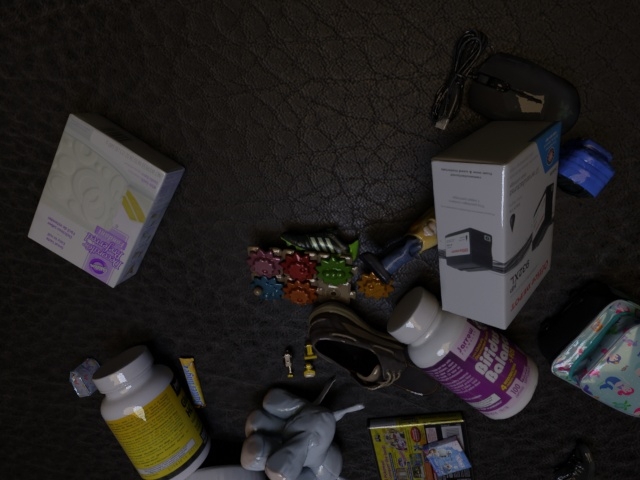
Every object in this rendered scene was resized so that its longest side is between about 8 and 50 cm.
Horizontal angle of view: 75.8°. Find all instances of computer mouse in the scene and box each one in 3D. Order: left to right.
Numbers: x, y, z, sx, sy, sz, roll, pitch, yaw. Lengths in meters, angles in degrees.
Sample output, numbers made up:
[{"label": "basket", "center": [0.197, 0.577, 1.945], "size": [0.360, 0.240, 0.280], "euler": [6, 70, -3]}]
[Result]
[{"label": "computer mouse", "center": [0.365, -0.270, 0.780], "size": [0.272, 0.072, 0.188], "euler": [20, 109, 2]}]

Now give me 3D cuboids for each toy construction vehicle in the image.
[{"label": "toy construction vehicle", "center": [-0.051, 0.304, 1.051], "size": [0.086, 0.035, 0.098], "euler": [-8, 109, 0]}]

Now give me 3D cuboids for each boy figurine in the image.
[{"label": "boy figurine", "center": [0.214, -0.027, 0.833], "size": [0.285, 0.177, 0.092], "euler": [-41, 87, 1]}]

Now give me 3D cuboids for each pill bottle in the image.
[{"label": "pill bottle", "center": [-0.441, 0.451, 1.072], "size": [0.188, 0.188, 0.334], "euler": [-20, 104, 14]}, {"label": "pill bottle", "center": [0.302, 0.237, 0.900], "size": [0.301, 0.169, 0.169], "euler": [36, 109, -4]}]

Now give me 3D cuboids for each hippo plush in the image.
[{"label": "hippo plush", "center": [-0.046, 0.520, 1.058], "size": [0.294, 0.234, 0.236], "euler": [-34, 126, -24]}]

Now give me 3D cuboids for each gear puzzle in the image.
[{"label": "gear puzzle", "center": [-0.002, 0.102, 0.939], "size": [0.339, 0.044, 0.175], "euler": [6, 129, 6]}]

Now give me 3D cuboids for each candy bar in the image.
[{"label": "candy bar", "center": [-0.350, 0.391, 1.129], "size": [0.040, 0.018, 0.161], "euler": [-6, 106, 11]}]

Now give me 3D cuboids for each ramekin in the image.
[{"label": "ramekin", "center": [-0.268, 0.706, 1.101], "size": [0.277, 0.135, 0.277], "euler": [-6, 138, -5]}]

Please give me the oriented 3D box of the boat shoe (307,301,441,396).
[{"label": "boat shoe", "center": [0.119, 0.282, 0.947], "size": [0.355, 0.130, 0.132], "euler": [28, 122, -7]}]

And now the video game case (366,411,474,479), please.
[{"label": "video game case", "center": [0.269, 0.584, 1.088], "size": [0.248, 0.035, 0.274], "euler": [-10, 107, 11]}]

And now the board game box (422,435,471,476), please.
[{"label": "board game box", "center": [0.319, 0.545, 1.038], "size": [0.090, 0.020, 0.090], "euler": [-27, 102, 15]}]

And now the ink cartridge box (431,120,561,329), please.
[{"label": "ink cartridge box", "center": [0.321, -0.034, 0.743], "size": [0.129, 0.223, 0.307], "euler": [16, 129, 43]}]

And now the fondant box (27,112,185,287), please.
[{"label": "fondant box", "center": [-0.500, -0.089, 0.958], "size": [0.238, 0.096, 0.330], "euler": [32, 111, -3]}]

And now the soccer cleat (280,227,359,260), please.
[{"label": "soccer cleat", "center": [0.000, 0.000, 0.934], "size": [0.179, 0.060, 0.072], "euler": [17, 97, -2]}]

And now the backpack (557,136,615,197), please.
[{"label": "backpack", "center": [0.487, -0.140, 0.777], "size": [0.098, 0.120, 0.101], "euler": [30, 110, -1]}]

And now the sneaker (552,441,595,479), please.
[{"label": "sneaker", "center": [0.626, 0.580, 1.024], "size": [0.089, 0.051, 0.170], "euler": [-12, 109, 8]}]

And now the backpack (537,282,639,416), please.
[{"label": "backpack", "center": [0.632, 0.240, 0.850], "size": [0.253, 0.191, 0.225], "euler": [29, 109, -7]}]

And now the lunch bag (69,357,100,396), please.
[{"label": "lunch bag", "center": [-0.650, 0.378, 1.143], "size": [0.053, 0.071, 0.083], "euler": [-13, 107, 17]}]
